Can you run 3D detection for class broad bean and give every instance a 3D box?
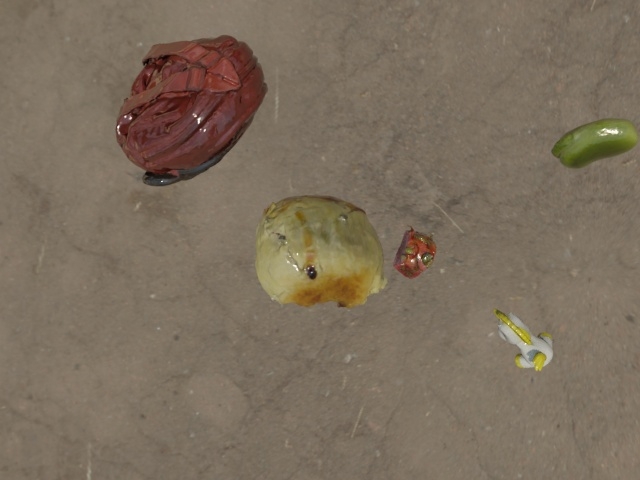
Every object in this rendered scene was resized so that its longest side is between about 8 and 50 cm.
[{"bbox_3d":[0.609,-0.222,1.321,0.175,0.124,0.082,-25,58,38],"label":"broad bean"}]

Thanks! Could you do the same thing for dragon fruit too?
[{"bbox_3d":[0.273,0.034,1.682,0.102,0.096,0.147,24,85,-4],"label":"dragon fruit"}]

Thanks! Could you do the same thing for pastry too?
[{"bbox_3d":[0.006,-0.004,1.132,0.170,0.256,0.236,112,156,-47],"label":"pastry"}]

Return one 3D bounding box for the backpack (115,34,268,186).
[{"bbox_3d":[-0.165,-0.179,0.771,0.229,0.139,0.229,-26,37,22],"label":"backpack"}]

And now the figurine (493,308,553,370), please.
[{"bbox_3d":[0.484,0.230,1.430,0.109,0.130,0.178,-40,80,11],"label":"figurine"}]
